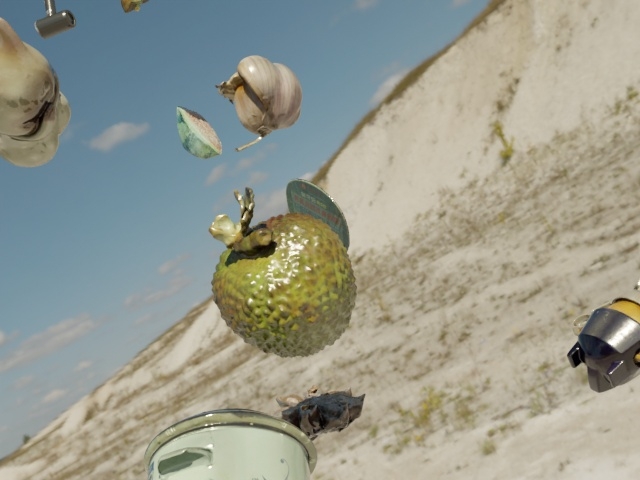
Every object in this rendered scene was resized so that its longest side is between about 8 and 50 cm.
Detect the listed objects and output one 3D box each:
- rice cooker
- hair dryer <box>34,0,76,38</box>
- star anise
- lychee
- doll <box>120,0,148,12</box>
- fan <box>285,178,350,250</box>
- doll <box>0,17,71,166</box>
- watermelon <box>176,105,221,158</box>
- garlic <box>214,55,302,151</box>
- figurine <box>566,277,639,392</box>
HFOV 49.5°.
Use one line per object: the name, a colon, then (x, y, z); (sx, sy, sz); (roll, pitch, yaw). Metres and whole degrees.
rice cooker: (-0.133, 0.394, 1.018); (0.264, 0.316, 0.316); (-26, -3, 18)
hair dryer: (-0.350, -0.308, 0.908); (0.047, 0.083, 0.026); (-16, -14, 11)
star anise: (-0.017, 0.411, 1.610); (0.236, 0.109, 0.223); (-8, 6, 29)
lychee: (-0.067, 0.075, 1.259); (0.270, 0.270, 0.320); (-30, -29, 6)
doll: (-0.425, -0.569, 1.548); (0.078, 0.077, 0.113); (-45, -3, -29)
fan: (0.012, -0.011, 1.590); (0.012, 0.294, 0.223); (-30, 11, -29)
doll: (-0.681, -0.308, 1.561); (0.215, 0.226, 0.370); (-61, 12, -18)
watermelon: (-0.291, -0.251, 1.679); (0.094, 0.180, 0.081); (-5, -41, -28)
garlic: (-0.170, -0.319, 1.652); (0.256, 0.207, 0.207); (-52, 3, -18)
figurine: (0.637, 0.180, 1.420); (0.308, 0.143, 0.308); (-36, -1, -1)
